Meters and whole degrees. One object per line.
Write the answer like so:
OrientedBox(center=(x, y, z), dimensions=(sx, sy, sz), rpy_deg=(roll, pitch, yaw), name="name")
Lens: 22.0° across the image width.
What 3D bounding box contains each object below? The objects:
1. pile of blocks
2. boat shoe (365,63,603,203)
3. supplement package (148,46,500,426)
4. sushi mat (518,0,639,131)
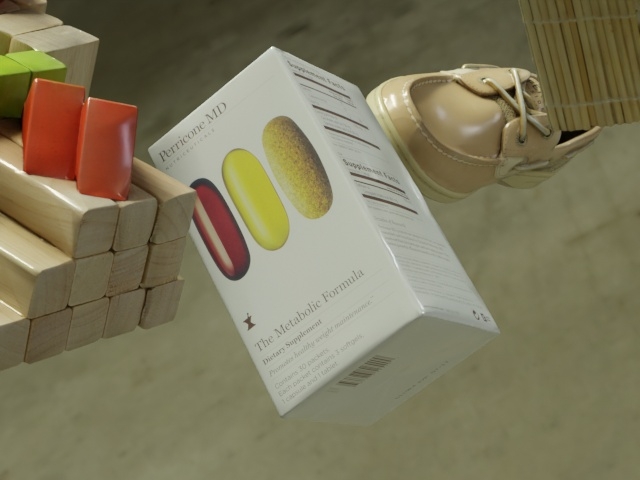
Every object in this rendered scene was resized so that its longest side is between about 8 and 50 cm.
OrientedBox(center=(-0.174, -0.081, 0.739), dimensions=(0.149, 0.113, 0.362), rpy_deg=(1, 26, -30), name="pile of blocks")
OrientedBox(center=(0.155, -0.113, 1.483), dimensions=(0.110, 0.122, 0.341), rpy_deg=(-32, -11, 28), name="boat shoe")
OrientedBox(center=(0.000, 0.000, 1.236), dimensions=(0.139, 0.244, 0.134), rpy_deg=(-38, -25, 20), name="supplement package")
OrientedBox(center=(0.194, -0.218, 1.089), dimensions=(0.151, 0.317, 0.019), rpy_deg=(-10, 32, 15), name="sushi mat")
